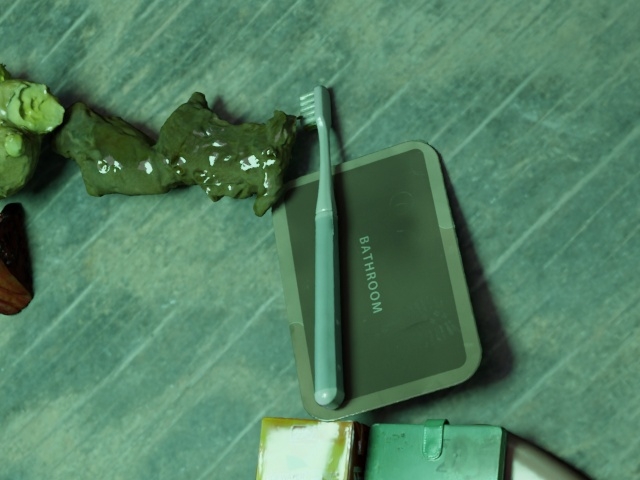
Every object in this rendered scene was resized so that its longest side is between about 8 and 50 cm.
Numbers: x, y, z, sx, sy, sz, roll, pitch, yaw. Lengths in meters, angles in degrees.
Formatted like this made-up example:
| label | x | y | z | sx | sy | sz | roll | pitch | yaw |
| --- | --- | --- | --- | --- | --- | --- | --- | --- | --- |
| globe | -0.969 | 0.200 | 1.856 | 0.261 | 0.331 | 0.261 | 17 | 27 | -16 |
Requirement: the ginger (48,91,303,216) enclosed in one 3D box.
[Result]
| label | x | y | z | sx | sy | sz | roll | pitch | yaw |
| --- | --- | --- | --- | --- | --- | --- | --- | --- | --- |
| ginger | -0.159 | -0.095 | 1.697 | 0.290 | 0.084 | 0.122 | 6 | 86 | 25 |

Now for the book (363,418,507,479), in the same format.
| label | x | y | z | sx | sy | sz | roll | pitch | yaw |
| --- | --- | --- | --- | --- | --- | --- | --- | --- | --- |
| book | 0.100 | 0.211 | 1.510 | 0.135 | 0.017 | 0.103 | -2 | 71 | 31 |

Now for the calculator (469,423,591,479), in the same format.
| label | x | y | z | sx | sy | sz | roll | pitch | yaw |
| --- | --- | --- | --- | --- | --- | --- | --- | --- | --- |
| calculator | 0.181 | 0.306 | 1.470 | 0.329 | 0.048 | 0.220 | 37 | 95 | 29 |

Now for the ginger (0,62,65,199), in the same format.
| label | x | y | z | sx | sy | sz | roll | pitch | yaw |
| --- | --- | --- | --- | --- | --- | --- | --- | --- | --- |
| ginger | -0.342 | -0.105 | 1.750 | 0.157 | 0.102 | 0.216 | -57 | 30 | -7 |

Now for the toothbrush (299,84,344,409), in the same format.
| label | x | y | z | sx | sy | sz | roll | pitch | yaw |
| --- | --- | --- | --- | --- | --- | --- | --- | --- | --- |
| toothbrush | 0.002 | -0.001 | 1.599 | 0.030 | 0.025 | 0.342 | -19 | 58 | 25 |

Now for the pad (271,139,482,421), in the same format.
| label | x | y | z | sx | sy | sz | roll | pitch | yaw |
| --- | --- | --- | --- | --- | --- | --- | --- | --- | --- |
| pad | 0.048 | 0.034 | 1.583 | 0.176 | 0.002 | 0.266 | -18 | 59 | 13 |

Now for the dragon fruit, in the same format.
| label | x | y | z | sx | sy | sz | roll | pitch | yaw |
| --- | --- | --- | --- | --- | --- | --- | --- | --- | --- |
| dragon fruit | -0.405 | 0.015 | 1.771 | 0.192 | 0.092 | 0.122 | -4 | 75 | 23 |

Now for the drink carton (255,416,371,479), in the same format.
| label | x | y | z | sx | sy | sz | roll | pitch | yaw |
| --- | --- | --- | --- | --- | --- | --- | --- | --- | --- |
| drink carton | -0.012 | 0.277 | 1.546 | 0.096 | 0.071 | 0.223 | 1 | 77 | 23 |
